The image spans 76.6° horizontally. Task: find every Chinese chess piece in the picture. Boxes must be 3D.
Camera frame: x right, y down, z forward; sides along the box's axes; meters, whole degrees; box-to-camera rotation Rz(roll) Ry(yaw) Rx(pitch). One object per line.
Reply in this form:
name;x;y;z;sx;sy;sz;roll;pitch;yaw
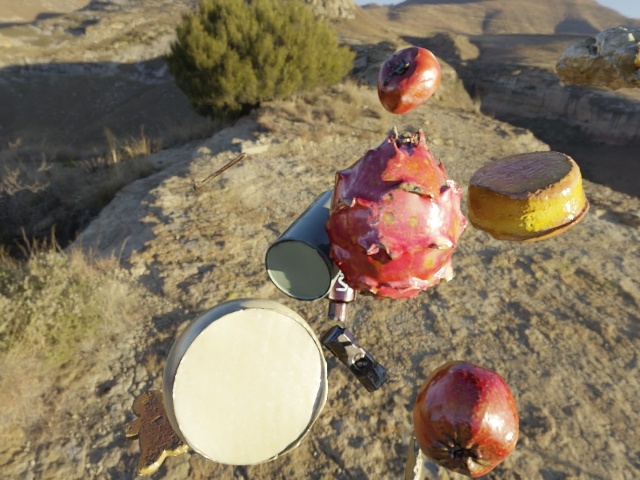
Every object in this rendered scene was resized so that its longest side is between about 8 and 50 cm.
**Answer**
Chinese chess piece;-0.152;0.289;0.854;0.339;0.337;0.140;-4;-3;-21

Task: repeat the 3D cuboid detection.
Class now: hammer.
hammer;-0.278;-0.194;1.131;0.178;0.021;0.065;-37;11;-14
hammer;0.077;0.382;1.470;0.095;0.242;0.409;-45;9;-9

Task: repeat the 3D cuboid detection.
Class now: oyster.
oyster;0.206;-0.100;0.270;0.083;0.081;0.038;1;62;40

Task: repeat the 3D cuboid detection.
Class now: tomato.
tomato;0.254;-0.450;1.161;0.151;0.187;0.187;39;-1;-44

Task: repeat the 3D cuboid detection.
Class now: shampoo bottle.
shampoo bottle;0.077;0.124;1.459;0.129;0.322;0.084;9;-4;-21

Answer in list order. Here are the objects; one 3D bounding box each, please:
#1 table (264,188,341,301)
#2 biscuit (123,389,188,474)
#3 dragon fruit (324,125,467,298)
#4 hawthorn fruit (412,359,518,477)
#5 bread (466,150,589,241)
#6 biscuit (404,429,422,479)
table;0.000;0.000;0.759;0.127;0.126;0.220;14;34;16
biscuit;-0.541;0.612;1.338;0.197;0.049;0.302;-17;33;-31
dragon fruit;0.107;-0.045;0.597;0.205;0.267;0.210;7;-7;42
hawthorn fruit;0.378;0.431;1.048;0.254;0.253;0.300;18;29;22
bread;0.562;-0.126;1.113;0.313;0.172;0.312;-17;30;10
biscuit;0.341;0.795;1.471;0.031;0.176;0.228;17;48;8
